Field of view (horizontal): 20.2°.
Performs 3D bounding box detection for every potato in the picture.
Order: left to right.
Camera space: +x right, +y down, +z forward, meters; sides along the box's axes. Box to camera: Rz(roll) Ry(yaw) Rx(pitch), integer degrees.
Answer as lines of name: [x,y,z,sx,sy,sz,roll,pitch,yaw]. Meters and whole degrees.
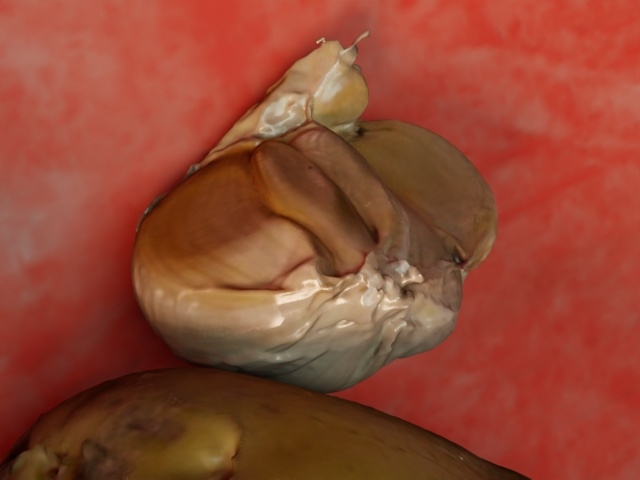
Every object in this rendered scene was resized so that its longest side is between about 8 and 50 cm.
potato: [0.008,0.109,0.475,0.200,0.154,0.137,26,118,-30]

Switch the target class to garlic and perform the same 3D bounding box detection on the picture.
garlic: [0.002,0.004,0.508,0.113,0.094,0.074,-25,137,-20]
